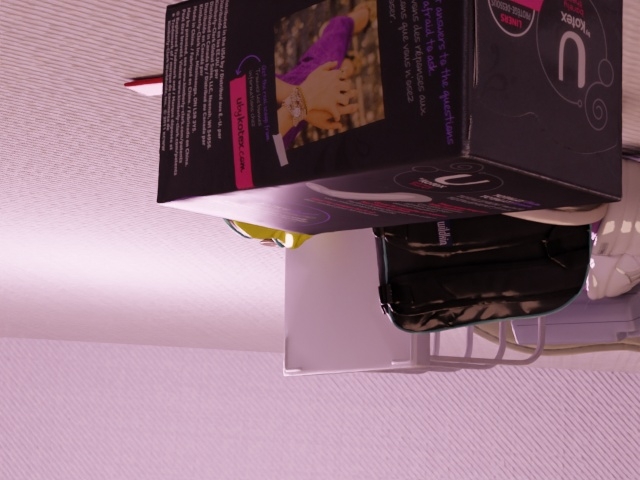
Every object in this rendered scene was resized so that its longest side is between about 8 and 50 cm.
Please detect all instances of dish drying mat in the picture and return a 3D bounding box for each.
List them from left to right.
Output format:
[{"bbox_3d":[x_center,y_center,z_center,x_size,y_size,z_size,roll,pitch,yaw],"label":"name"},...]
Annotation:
[{"bbox_3d":[-0.120,-0.128,1.290,0.083,0.008,0.032,-2,168,36],"label":"dish drying mat"}]

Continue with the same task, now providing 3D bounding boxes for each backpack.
[{"bbox_3d":[0.145,-0.010,1.405,0.188,0.166,0.144,-5,-166,7],"label":"backpack"}]

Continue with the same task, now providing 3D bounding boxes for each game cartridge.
[{"bbox_3d":[0.359,0.055,1.772,0.294,0.060,0.196,-18,-176,-41],"label":"game cartridge"}]

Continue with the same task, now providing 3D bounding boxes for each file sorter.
[{"bbox_3d":[0.099,0.053,1.749,0.173,0.193,0.277,6,171,-30],"label":"file sorter"}]

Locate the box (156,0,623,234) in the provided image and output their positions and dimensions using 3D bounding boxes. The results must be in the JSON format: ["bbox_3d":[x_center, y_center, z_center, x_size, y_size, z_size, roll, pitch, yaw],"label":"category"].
[{"bbox_3d":[0.040,-0.092,1.020,0.270,0.143,0.165,-6,169,43],"label":"box"}]

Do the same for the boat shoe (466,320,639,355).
[{"bbox_3d":[0.323,0.071,1.985,0.340,0.127,0.113,1,-167,4],"label":"boat shoe"}]

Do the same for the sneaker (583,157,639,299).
[{"bbox_3d":[0.327,-0.002,1.531,0.152,0.114,0.305,4,171,8],"label":"sneaker"}]

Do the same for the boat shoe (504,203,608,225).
[{"bbox_3d":[0.075,-0.087,1.275,0.335,0.095,0.112,7,-153,6],"label":"boat shoe"}]

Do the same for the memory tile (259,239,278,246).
[{"bbox_3d":[0.000,0.000,2.001,0.113,0.012,0.148,10,169,-32],"label":"memory tile"}]

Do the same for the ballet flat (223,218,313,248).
[{"bbox_3d":[-0.041,-0.039,1.649,0.077,0.077,0.231,-20,168,12],"label":"ballet flat"}]
